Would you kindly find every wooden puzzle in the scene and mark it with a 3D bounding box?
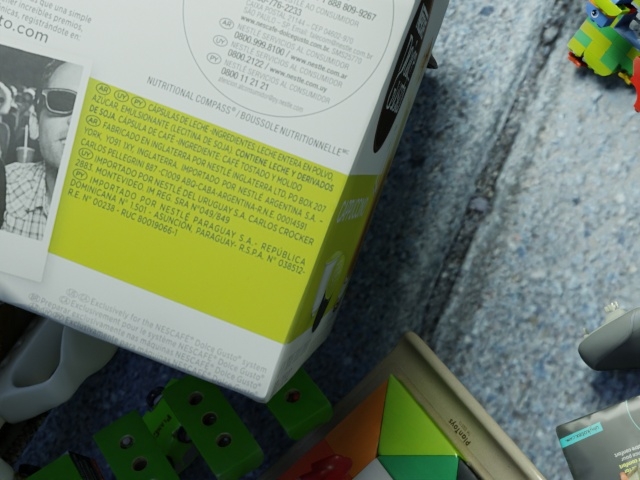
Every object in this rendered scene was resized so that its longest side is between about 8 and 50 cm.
[{"bbox_3d":[0.045,0.216,0.958,0.239,0.044,0.221,-47,46,6],"label":"wooden puzzle"}]

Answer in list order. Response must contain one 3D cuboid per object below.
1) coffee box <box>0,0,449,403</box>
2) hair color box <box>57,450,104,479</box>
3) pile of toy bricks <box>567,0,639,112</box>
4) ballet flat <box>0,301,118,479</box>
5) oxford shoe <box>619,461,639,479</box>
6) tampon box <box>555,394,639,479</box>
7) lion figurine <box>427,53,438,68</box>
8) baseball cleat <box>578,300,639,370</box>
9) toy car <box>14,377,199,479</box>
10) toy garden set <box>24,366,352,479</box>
[{"bbox_3d":[-0.110,-0.116,0.916,0.338,0.337,0.334,21,96,5],"label":"coffee box"},{"bbox_3d":[-0.249,0.260,1.063,0.141,0.043,0.072,-41,54,10],"label":"hair color box"},{"bbox_3d":[0.249,-0.182,1.004,0.212,0.118,0.105,49,126,20],"label":"pile of toy bricks"},{"bbox_3d":[-0.296,0.134,1.082,0.182,0.164,0.483,9,56,41],"label":"ballet flat"},{"bbox_3d":[0.189,0.184,0.705,0.146,0.140,0.397,9,66,32],"label":"oxford shoe"},{"bbox_3d":[0.249,0.192,0.817,0.120,0.101,0.161,-23,59,10],"label":"tampon box"},{"bbox_3d":[-0.026,-0.301,1.206,0.392,0.142,0.240,17,71,21],"label":"lion figurine"},{"bbox_3d":[0.292,0.080,0.869,0.206,0.072,0.109,-23,63,24],"label":"baseball cleat"},{"bbox_3d":[-0.172,0.229,1.092,0.239,0.053,0.225,37,90,36],"label":"toy car"},{"bbox_3d":[-0.091,0.208,0.975,0.244,0.049,0.204,-32,48,-12],"label":"toy garden set"}]
